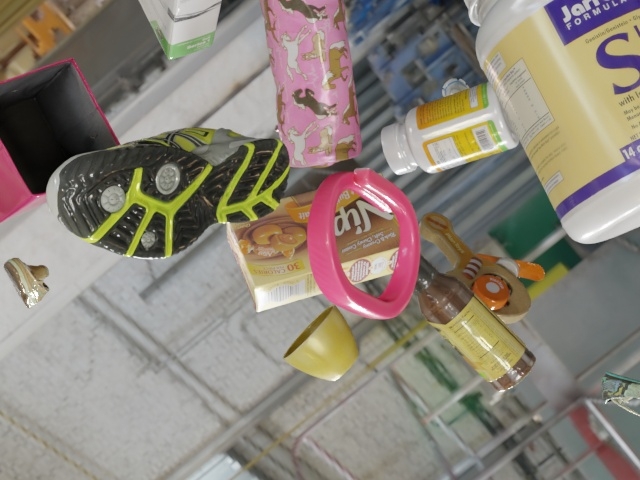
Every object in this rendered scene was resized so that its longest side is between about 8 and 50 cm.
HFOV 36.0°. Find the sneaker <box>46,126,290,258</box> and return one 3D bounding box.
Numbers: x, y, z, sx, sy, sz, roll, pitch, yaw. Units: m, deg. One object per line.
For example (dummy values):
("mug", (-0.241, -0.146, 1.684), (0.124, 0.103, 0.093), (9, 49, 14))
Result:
("sneaker", (-0.205, -0.070, 1.272), (0.147, 0.145, 0.384), (18, -164, 32))

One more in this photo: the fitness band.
("fitness band", (0.070, 0.008, 1.508), (0.054, 0.209, 0.291), (2, 165, 32))

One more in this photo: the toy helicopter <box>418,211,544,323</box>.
("toy helicopter", (0.369, 0.055, 2.346), (0.355, 0.235, 0.140), (52, 143, 31))

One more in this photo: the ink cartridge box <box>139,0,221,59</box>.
("ink cartridge box", (-0.234, -0.429, 1.619), (0.160, 0.092, 0.219), (63, 158, 13))

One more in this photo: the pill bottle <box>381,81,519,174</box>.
("pill bottle", (0.250, -0.211, 1.925), (0.136, 0.245, 0.136), (46, -144, -47))

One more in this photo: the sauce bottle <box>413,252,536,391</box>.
("sauce bottle", (0.278, 0.149, 1.974), (0.344, 0.111, 0.111), (46, -174, -2))

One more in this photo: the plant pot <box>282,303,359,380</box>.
("plant pot", (0.012, 0.195, 1.766), (0.095, 0.134, 0.134), (44, -173, -3))

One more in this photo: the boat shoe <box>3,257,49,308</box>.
("boat shoe", (-0.571, 0.070, 1.944), (0.068, 0.072, 0.190), (53, 161, 11))

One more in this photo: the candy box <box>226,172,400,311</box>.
("candy box", (0.000, 0.000, 1.844), (0.087, 0.316, 0.183), (93, 158, -53))

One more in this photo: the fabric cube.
("fabric cube", (-0.645, -0.216, 2.210), (0.258, 0.254, 0.259), (-23, 97, 51))

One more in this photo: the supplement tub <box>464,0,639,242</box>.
("supplement tub", (0.324, -0.188, 1.122), (0.331, 0.241, 0.241), (65, -171, 11))

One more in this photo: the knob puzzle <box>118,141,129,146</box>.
("knob puzzle", (-0.478, -0.110, 2.133), (0.030, 0.213, 0.213), (45, -178, 36))

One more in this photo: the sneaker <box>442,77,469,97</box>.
("sneaker", (0.334, -0.263, 2.132), (0.190, 0.071, 0.083), (43, -163, -16))

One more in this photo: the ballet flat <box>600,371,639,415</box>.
("ballet flat", (0.572, 0.273, 1.685), (0.188, 0.070, 0.070), (9, 157, 37))

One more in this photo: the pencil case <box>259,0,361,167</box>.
("pencil case", (-0.026, -0.320, 1.704), (0.160, 0.167, 0.386), (-48, -46, -62))
